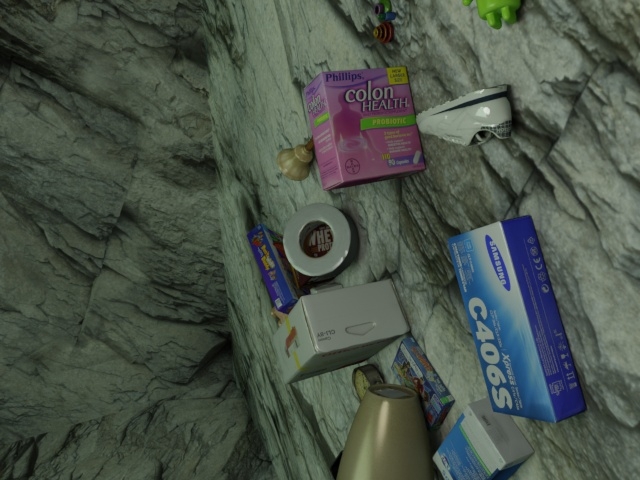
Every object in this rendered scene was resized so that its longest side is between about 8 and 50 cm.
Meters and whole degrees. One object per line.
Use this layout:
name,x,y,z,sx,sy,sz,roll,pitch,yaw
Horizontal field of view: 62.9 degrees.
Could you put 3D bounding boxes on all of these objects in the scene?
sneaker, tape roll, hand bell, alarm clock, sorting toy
sneaker,0.263,-0.219,0.989,0.235,0.090,0.094,3,113,69
tape roll,0.000,0.000,1.563,0.072,0.219,0.219,19,-130,-66
hand bell,-0.033,-0.304,1.682,0.242,0.126,0.126,-39,64,51
alarm clock,0.156,0.441,1.591,0.192,0.064,0.129,126,129,-64
sorting toy,0.139,-0.506,1.199,0.061,0.042,0.102,177,83,-68

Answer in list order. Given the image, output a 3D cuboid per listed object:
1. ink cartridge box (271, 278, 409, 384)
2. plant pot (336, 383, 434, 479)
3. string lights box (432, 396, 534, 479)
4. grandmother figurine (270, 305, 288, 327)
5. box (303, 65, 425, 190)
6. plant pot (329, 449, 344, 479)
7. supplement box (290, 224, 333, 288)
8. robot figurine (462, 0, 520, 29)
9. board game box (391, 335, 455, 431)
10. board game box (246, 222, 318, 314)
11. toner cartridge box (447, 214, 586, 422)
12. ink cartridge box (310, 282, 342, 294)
ink cartridge box,0.043,0.267,1.500,0.384,0.279,0.160,123,133,-60
plant pot,0.171,0.512,1.309,0.256,0.256,0.274,-171,85,-67
string lights box,0.341,0.466,1.134,0.259,0.077,0.133,101,149,-44
grandmother figurine,-0.119,0.258,2.144,0.208,0.104,0.342,47,150,4
box,0.100,-0.253,1.189,0.117,0.214,0.243,167,92,-68
plant pot,0.153,0.735,1.603,0.188,0.167,0.187,105,146,-50
supplement box,-0.018,0.035,1.729,0.194,0.129,0.191,132,124,-63
robot figurine,0.286,-0.408,0.852,0.101,0.067,0.115,-9,92,41
board game box,0.257,0.367,1.345,0.136,0.035,0.201,100,150,-43
board game box,-0.118,0.121,1.895,0.078,0.233,0.347,-39,54,16
toner cartridge box,0.349,0.142,0.959,0.165,0.075,0.347,151,107,-66
ink cartridge box,0.029,0.218,1.744,0.056,0.099,0.135,-175,75,-67
